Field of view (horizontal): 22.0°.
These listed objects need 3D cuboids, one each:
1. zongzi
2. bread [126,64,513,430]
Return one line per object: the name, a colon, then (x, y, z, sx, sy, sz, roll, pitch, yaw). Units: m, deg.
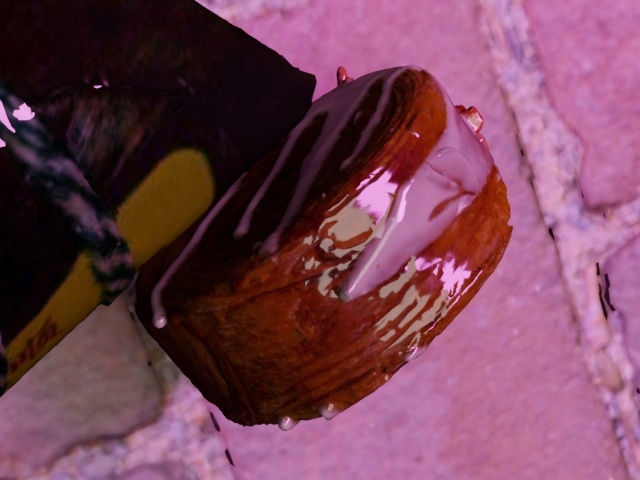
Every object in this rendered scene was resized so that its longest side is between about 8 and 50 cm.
zongzi: (-0.194, 0.006, 0.474, 0.319, 0.362, 0.383, 31, 85, -11)
bread: (0.000, 0.000, 0.655, 0.160, 0.160, 0.073, -45, 106, -9)
